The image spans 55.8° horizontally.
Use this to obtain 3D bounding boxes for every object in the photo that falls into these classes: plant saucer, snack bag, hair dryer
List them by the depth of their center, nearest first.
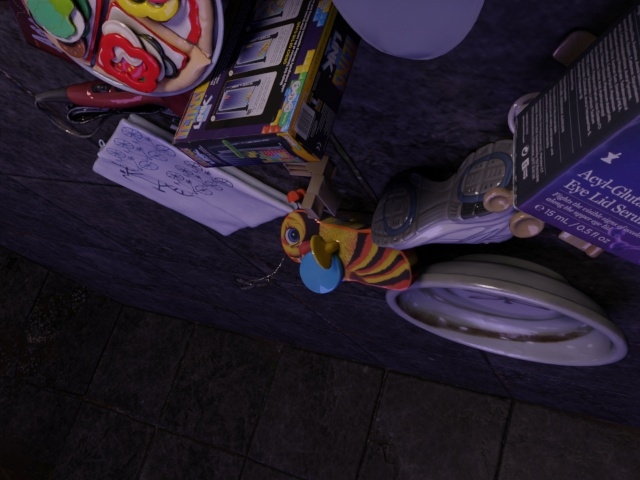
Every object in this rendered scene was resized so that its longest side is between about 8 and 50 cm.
[{"bbox_3d":[-0.198,-0.158,0.690,0.223,0.080,0.293,-4,169,-28],"label":"hair dryer"},{"bbox_3d":[0.316,0.109,1.046,0.400,0.101,0.400,16,162,5],"label":"plant saucer"},{"bbox_3d":[-0.245,-0.096,1.089,0.323,0.037,0.342,27,160,-26],"label":"snack bag"}]

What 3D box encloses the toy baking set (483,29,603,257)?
[{"bbox_3d":[0.264,-0.069,0.567,0.196,0.030,0.256,3,137,3],"label":"toy baking set"}]

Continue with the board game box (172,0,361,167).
[{"bbox_3d":[-0.041,-0.148,0.521,0.141,0.170,0.048,3,158,41],"label":"board game box"}]

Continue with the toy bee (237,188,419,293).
[{"bbox_3d":[0.000,0.000,0.947,0.298,0.162,0.195,-5,-170,3],"label":"toy bee"}]

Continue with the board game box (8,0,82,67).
[{"bbox_3d":[-0.255,-0.241,0.630,0.145,0.027,0.281,23,169,-13],"label":"board game box"}]

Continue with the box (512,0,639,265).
[{"bbox_3d":[0.264,-0.085,0.432,0.153,0.108,0.207,22,145,-12],"label":"box"}]

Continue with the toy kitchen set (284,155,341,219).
[{"bbox_3d":[-0.017,-0.070,0.865,0.075,0.083,0.068,8,159,28],"label":"toy kitchen set"}]

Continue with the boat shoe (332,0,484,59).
[{"bbox_3d":[0.045,-0.231,0.306,0.113,0.105,0.306,14,156,25],"label":"boat shoe"}]

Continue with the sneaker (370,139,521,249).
[{"bbox_3d":[0.176,-0.030,0.772,0.129,0.111,0.297,23,163,-30],"label":"sneaker"}]

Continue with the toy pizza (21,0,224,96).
[{"bbox_3d":[-0.173,-0.198,0.484,0.201,0.032,0.201,15,141,13],"label":"toy pizza"}]
